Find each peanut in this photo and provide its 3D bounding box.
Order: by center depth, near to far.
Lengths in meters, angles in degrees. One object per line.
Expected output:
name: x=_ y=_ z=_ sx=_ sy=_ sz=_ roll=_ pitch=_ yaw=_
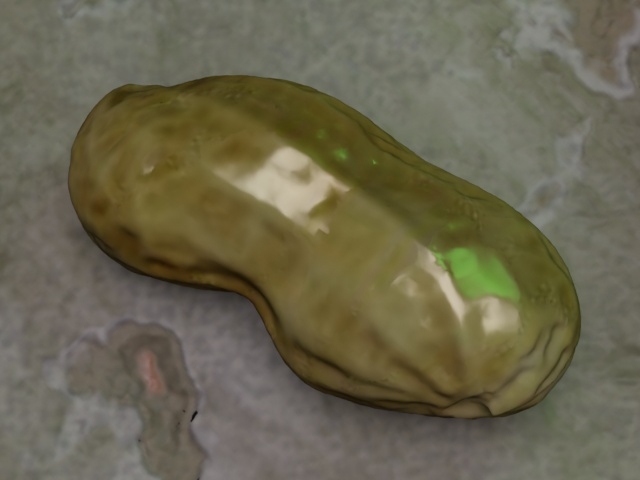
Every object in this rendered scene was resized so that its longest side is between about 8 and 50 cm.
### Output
peanut: x=0.000 y=0.000 z=1.016 sx=0.305 sy=0.147 sz=0.147 roll=33 pitch=81 yaw=10
